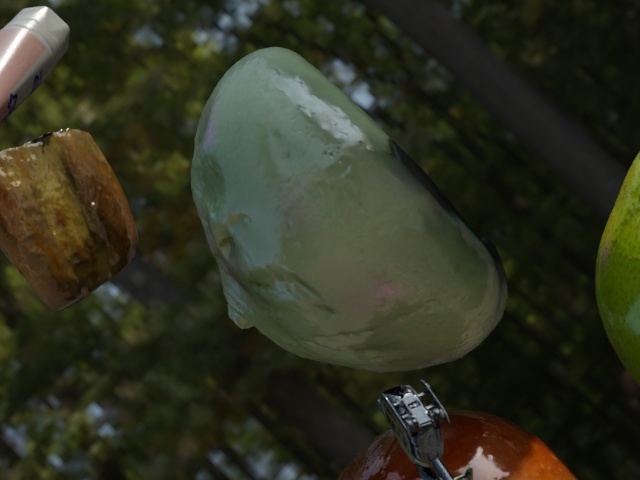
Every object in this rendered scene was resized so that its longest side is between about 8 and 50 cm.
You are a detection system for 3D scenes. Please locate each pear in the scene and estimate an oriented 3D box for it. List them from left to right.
[{"bbox_3d":[0.289,0.019,1.351,0.187,0.188,0.219,-13,-79,-69],"label":"pear"}]

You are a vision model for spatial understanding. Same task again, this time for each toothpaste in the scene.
[{"bbox_3d":[-0.214,-0.080,1.187,0.067,0.043,0.194,-18,27,36],"label":"toothpaste"}]

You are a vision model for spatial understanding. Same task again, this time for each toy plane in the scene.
[{"bbox_3d":[0.067,0.131,1.223,0.031,0.120,0.049,-18,-42,-19],"label":"toy plane"}]

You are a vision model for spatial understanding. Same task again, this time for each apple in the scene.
[{"bbox_3d":[0.090,0.235,1.415,0.173,0.210,0.235,-20,-30,-39],"label":"apple"}]

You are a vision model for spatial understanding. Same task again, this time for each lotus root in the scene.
[{"bbox_3d":[-0.199,-0.021,1.510,0.095,0.135,0.159,-36,-7,17],"label":"lotus root"}]

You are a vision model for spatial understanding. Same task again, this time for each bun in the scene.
[{"bbox_3d":[0.000,0.000,1.421,0.179,0.283,0.283,-43,-13,-1],"label":"bun"}]
